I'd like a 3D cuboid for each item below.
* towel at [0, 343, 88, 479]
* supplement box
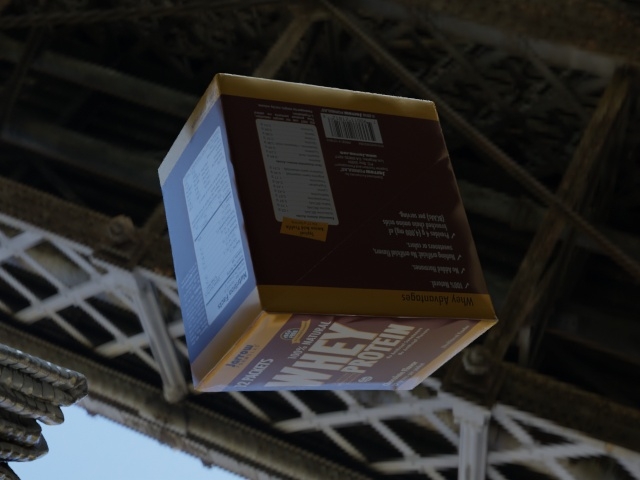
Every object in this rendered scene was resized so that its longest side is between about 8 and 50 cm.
[{"bbox_3d":[-0.350,0.106,0.882,0.235,0.284,0.121,17,-101,18],"label":"towel"},{"bbox_3d":[0.000,0.000,0.865,0.191,0.129,0.194,4,-121,-28],"label":"supplement box"}]
